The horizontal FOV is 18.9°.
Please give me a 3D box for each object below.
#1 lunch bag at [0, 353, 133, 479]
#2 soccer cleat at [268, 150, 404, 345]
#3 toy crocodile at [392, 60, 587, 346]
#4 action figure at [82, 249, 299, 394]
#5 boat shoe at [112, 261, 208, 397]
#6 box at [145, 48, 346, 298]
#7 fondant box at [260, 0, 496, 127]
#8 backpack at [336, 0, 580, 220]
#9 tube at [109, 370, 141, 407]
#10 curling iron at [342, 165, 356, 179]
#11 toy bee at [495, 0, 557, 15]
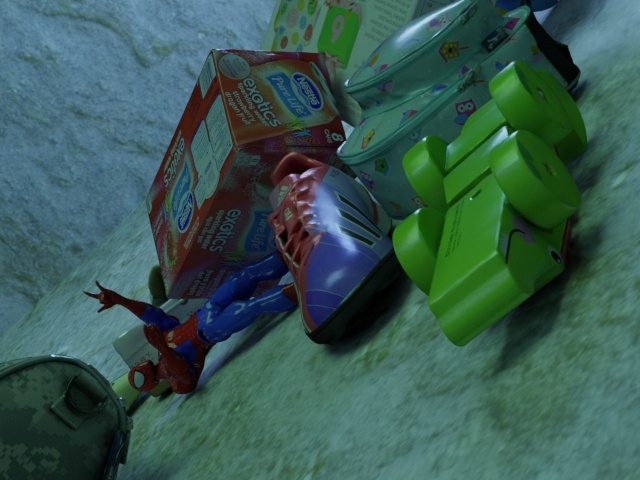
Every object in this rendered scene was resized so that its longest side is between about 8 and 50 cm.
[{"bbox_3d":[-0.314,0.222,1.762,0.256,0.212,0.305,-49,11,-18],"label":"lunch bag"},{"bbox_3d":[0.000,0.000,1.644,0.108,0.116,0.318,-44,9,10],"label":"soccer cleat"},{"bbox_3d":[0.127,-0.028,1.309,0.115,0.105,0.340,-41,15,22],"label":"toy crocodile"},{"bbox_3d":[-0.124,0.059,1.865,0.280,0.139,0.091,-42,38,33],"label":"action figure"},{"bbox_3d":[-0.142,0.053,2.101,0.098,0.096,0.277,-39,11,35],"label":"boat shoe"},{"bbox_3d":[-0.077,-0.061,1.903,0.257,0.123,0.128,120,144,-49],"label":"box"},{"bbox_3d":[0.076,-0.281,1.900,0.238,0.096,0.330,35,108,53],"label":"fondant box"},{"bbox_3d":[0.102,-0.111,1.617,0.188,0.144,0.166,-52,16,-19],"label":"backpack"},{"bbox_3d":[-0.263,0.209,2.095,0.070,0.062,0.240,23,56,36],"label":"tube"},{"bbox_3d":[0.030,-0.073,2.108,0.274,0.035,0.068,-44,-11,33],"label":"curling iron"},{"bbox_3d":[0.169,-0.302,1.996,0.298,0.162,0.195,-25,-59,-70],"label":"toy bee"}]
